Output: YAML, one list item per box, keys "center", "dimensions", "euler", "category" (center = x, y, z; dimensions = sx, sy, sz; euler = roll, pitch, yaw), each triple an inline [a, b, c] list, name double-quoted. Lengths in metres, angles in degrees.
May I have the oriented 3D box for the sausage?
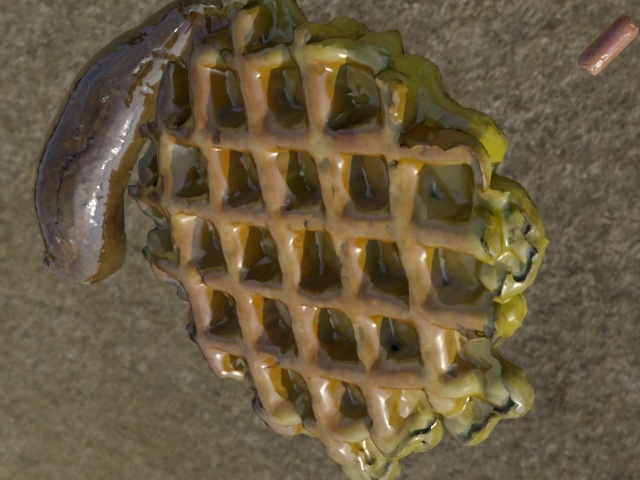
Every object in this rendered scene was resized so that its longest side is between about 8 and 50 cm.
- center: [0.360, -0.244, 1.248]
  dimensions: [0.034, 0.034, 0.083]
  euler: [43, 104, -3]
  category: "sausage"

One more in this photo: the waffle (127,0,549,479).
- center: [0.000, 0.000, 0.466]
  dimensions: [0.243, 0.058, 0.238]
  euler: [47, 139, 18]
  category: "waffle"

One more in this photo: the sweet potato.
- center: [-0.173, -0.092, 0.852]
  dimensions: [0.085, 0.112, 0.286]
  euler: [43, 110, 45]
  category: "sweet potato"
